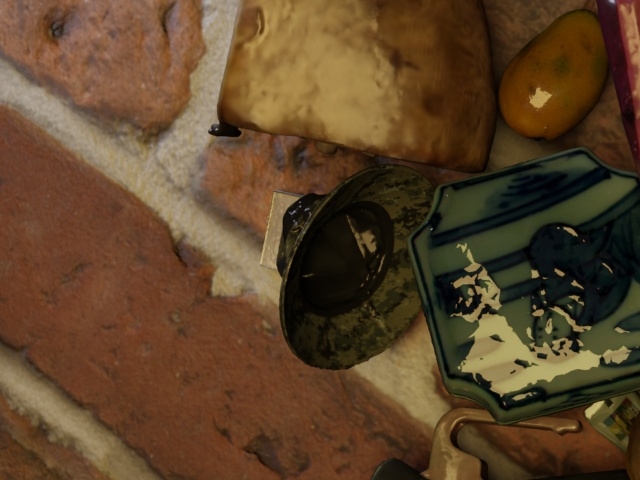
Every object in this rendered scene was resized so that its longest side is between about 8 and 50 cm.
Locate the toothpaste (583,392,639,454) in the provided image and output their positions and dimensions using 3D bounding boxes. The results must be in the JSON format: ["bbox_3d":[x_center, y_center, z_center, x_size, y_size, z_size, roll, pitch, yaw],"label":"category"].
[{"bbox_3d":[0.422,0.272,1.515,0.255,0.037,0.067,45,105,16],"label":"toothpaste"}]

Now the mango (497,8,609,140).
[{"bbox_3d":[0.281,-0.191,1.514,0.163,0.089,0.111,-41,87,3],"label":"mango"}]

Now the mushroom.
[{"bbox_3d":[0.071,-0.290,1.512,0.313,0.224,0.397,12,96,21],"label":"mushroom"}]

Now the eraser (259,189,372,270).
[{"bbox_3d":[0.000,0.000,1.654,0.150,0.023,0.104,13,96,19],"label":"eraser"}]

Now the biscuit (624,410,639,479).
[{"bbox_3d":[0.542,0.252,1.379,0.394,0.076,0.368,36,71,13],"label":"biscuit"}]

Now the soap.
[{"bbox_3d":[0.394,-0.210,1.411,0.127,0.220,0.325,-14,89,28],"label":"soap"}]

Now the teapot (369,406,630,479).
[{"bbox_3d":[0.229,0.350,1.487,0.344,0.253,0.300,4,73,24],"label":"teapot"}]

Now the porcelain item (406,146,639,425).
[{"bbox_3d":[0.254,0.051,1.461,0.281,0.157,0.286,-14,76,8],"label":"porcelain item"}]

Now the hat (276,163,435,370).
[{"bbox_3d":[0.019,0.014,1.553,0.128,0.265,0.265,30,103,44],"label":"hat"}]
